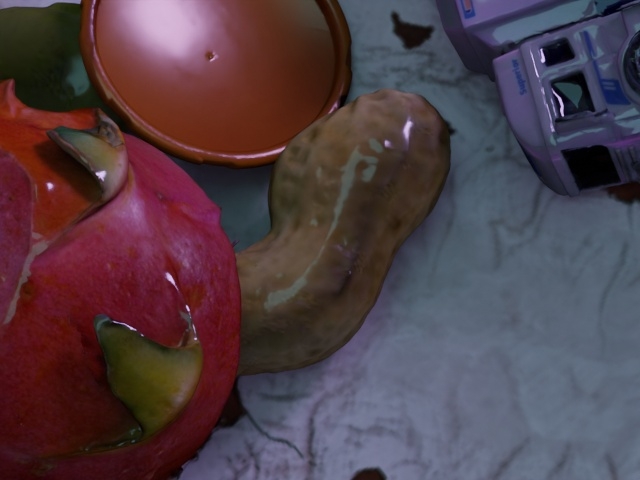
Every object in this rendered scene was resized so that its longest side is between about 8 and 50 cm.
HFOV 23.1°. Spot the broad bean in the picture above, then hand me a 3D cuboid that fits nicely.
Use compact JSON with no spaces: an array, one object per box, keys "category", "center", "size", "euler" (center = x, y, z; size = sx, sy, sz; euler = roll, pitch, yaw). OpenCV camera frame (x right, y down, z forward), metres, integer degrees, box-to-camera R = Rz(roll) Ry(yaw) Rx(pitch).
[{"category":"broad bean","center":[-0.206,-0.105,1.088],"size":[0.174,0.082,0.124],"euler":[-8,74,7]}]

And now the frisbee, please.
[{"category":"frisbee","center":[-0.072,-0.132,1.070],"size":[0.192,0.035,0.192],"euler":[7,66,-17]}]

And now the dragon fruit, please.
[{"category":"dragon fruit","center":[-0.195,0.039,0.926],"size":[0.291,0.189,0.290],"euler":[-3,83,22]}]

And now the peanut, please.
[{"category":"peanut","center":[0.000,0.000,1.010],"size":[0.229,0.098,0.103],"euler":[-56,34,-9]}]

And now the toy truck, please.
[{"category":"toy truck","center":[0.153,-0.160,1.016],"size":[0.155,0.124,0.268],"euler":[-17,69,13]}]
